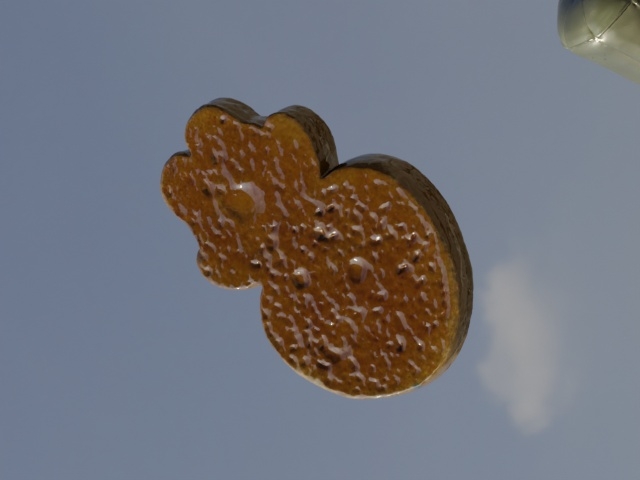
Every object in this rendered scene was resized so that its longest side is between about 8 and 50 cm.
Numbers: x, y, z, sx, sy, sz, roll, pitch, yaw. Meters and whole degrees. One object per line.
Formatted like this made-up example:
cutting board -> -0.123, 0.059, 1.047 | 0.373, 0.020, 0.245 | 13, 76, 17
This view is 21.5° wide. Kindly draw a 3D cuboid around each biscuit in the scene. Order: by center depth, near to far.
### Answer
biscuit -> 0.000, 0.000, 0.818 | 0.175, 0.124, 0.026 | 41, -150, 15

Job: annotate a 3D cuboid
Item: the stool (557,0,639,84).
stool -> 0.229, -0.159, 1.193 | 0.110, 0.096, 0.096 | 29, -129, -20
